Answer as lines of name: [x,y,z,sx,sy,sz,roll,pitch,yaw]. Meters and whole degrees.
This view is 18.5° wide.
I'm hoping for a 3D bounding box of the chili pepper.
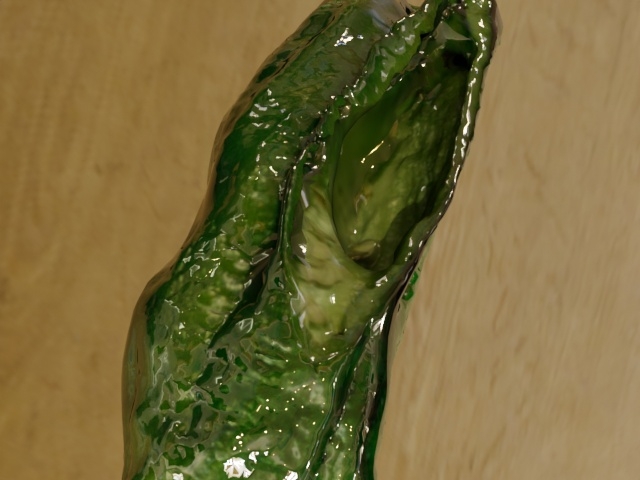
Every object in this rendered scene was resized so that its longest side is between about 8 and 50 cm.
chili pepper: [0.001,-0.006,0.367,0.050,0.073,0.182,12,41,6]
